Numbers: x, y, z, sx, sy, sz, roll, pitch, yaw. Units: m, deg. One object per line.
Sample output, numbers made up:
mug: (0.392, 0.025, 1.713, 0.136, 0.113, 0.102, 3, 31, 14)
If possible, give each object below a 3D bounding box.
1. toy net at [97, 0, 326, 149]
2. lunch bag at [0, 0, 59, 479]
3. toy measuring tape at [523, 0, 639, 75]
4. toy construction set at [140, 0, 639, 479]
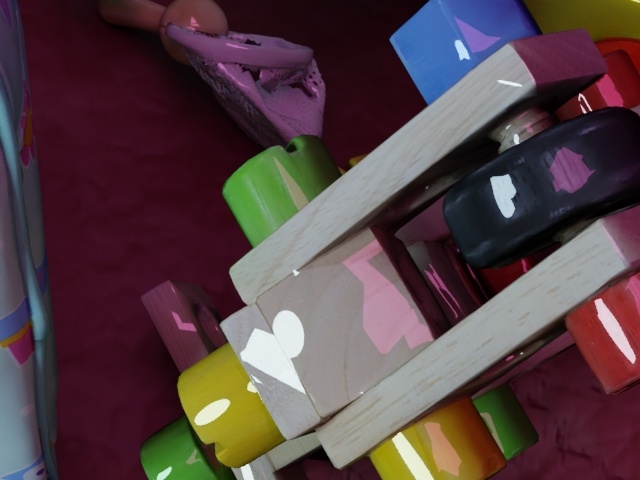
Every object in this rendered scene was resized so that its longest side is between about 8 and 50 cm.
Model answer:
toy net: (-0.071, -0.115, 0.641, 0.232, 0.122, 0.045, 40, 80, 3)
lunch bag: (-0.197, 0.002, 0.494, 0.224, 0.279, 0.108, -7, 53, -9)
toy measuring tape: (0.093, -0.105, 0.700, 0.330, 0.121, 0.121, 22, 69, 19)
toy construction set: (0.000, 0.000, 0.532, 0.237, 0.257, 0.309, -28, 106, 17)
